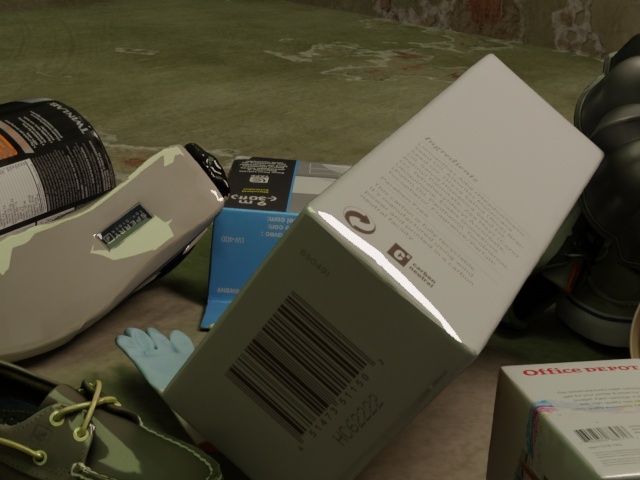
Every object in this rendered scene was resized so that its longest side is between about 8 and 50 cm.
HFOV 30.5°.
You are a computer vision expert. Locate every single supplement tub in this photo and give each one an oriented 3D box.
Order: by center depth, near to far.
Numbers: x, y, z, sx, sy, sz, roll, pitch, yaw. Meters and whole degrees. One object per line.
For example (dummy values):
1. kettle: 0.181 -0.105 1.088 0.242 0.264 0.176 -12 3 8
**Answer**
1. supplement tub: -0.382 -0.036 1.254 0.193 0.194 0.316 14 21 24

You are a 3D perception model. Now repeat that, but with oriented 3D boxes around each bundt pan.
1. bundt pan: 0.424 -0.104 1.182 0.331 0.331 0.124 6 -17 4

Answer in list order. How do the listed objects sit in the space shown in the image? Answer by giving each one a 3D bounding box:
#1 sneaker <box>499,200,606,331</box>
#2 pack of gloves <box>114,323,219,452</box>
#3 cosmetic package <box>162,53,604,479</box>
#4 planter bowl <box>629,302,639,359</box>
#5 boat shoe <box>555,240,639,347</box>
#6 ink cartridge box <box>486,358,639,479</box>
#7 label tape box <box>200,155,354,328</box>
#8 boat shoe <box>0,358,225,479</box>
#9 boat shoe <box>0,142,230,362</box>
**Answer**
1. sneaker: 0.281 -0.006 1.289 0.100 0.271 0.108 35 13 -34
2. pack of gloves: -0.075 0.142 1.074 0.195 0.046 0.232 6 19 -33
3. cosmetic package: 0.078 0.018 1.034 0.161 0.230 0.453 41 33 4
4. planter bowl: 0.386 0.104 1.117 0.162 0.162 0.109 15 -4 28
5. boat shoe: 0.323 0.032 1.364 0.109 0.094 0.302 4 19 -2
6. ink cartridge box: 0.214 0.181 0.868 0.128 0.127 0.176 -1 20 -14
7. label tape box: 0.000 0.000 1.367 0.240 0.106 0.334 5 19 0
8. boat shoe: -0.209 0.153 0.909 0.305 0.091 0.109 12 21 21
9. boat shoe: -0.245 0.037 1.227 0.340 0.158 0.127 -33 79 -28
